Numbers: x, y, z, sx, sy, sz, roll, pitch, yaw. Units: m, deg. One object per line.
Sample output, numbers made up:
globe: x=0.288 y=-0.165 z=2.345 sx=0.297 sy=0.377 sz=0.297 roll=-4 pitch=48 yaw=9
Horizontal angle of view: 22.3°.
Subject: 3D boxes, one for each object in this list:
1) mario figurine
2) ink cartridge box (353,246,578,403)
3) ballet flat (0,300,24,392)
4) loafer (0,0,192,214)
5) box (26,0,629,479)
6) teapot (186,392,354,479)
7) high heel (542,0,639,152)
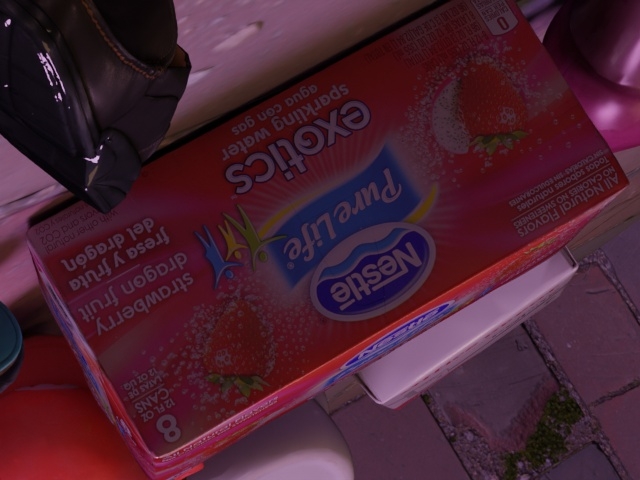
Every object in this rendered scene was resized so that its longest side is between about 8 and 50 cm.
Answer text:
mario figurine: x=-0.151 y=0.114 z=0.980 sx=0.198 sy=0.170 sz=0.320 roll=-52 pitch=175 yaw=-12
ink cartridge box: x=0.107 y=0.049 z=1.439 sx=0.207 sy=0.117 sz=0.283 roll=-35 pitch=172 yaw=1
ballet flat: x=-0.217 y=0.083 z=0.692 sx=0.203 sy=0.074 sz=0.074 roll=-27 pitch=171 yaw=-40
loafer: x=-0.070 y=-0.058 z=0.461 sx=0.061 sy=0.062 sz=0.170 roll=-52 pitch=178 yaw=-8
box: x=0.000 y=0.000 z=0.778 sx=0.256 sy=0.123 sz=0.128 roll=-29 pitch=171 yaw=-12
teapot: x=-0.114 y=0.188 z=1.287 sx=0.256 sy=0.187 sz=0.253 roll=-3 pitch=129 yaw=-49
high heel: x=0.292 y=-0.147 z=0.940 sx=0.377 sy=0.127 sz=0.181 roll=-12 pitch=155 yaw=-23
